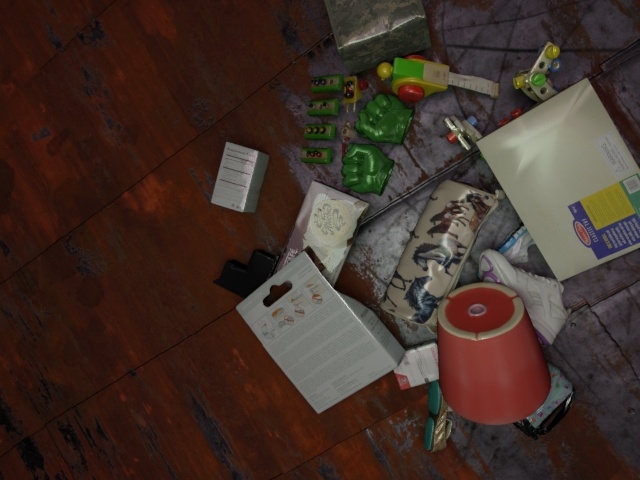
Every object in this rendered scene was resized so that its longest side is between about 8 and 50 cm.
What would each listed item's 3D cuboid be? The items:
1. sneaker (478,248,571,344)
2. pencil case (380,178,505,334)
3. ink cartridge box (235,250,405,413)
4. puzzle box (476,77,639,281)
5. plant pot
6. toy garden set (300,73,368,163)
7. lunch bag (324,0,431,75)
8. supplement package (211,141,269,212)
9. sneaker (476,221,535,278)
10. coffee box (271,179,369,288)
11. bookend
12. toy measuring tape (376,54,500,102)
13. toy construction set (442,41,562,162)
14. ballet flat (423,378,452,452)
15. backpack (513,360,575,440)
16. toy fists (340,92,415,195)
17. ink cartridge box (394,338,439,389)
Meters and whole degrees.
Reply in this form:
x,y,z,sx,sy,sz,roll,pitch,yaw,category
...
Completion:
x,y,z,sx,sy,sz,roll,pitch,yaw,category
0.519,0.120,1.317,0.152,0.114,0.305,-44,104,-9,sneaker
0.317,0.030,1.345,0.184,0.160,0.410,29,98,29,pencil case
-0.008,0.247,1.413,0.308,0.091,0.385,-40,87,29,ink cartridge box
0.589,-0.132,1.218,0.272,0.052,0.408,-30,96,25,puzzle box
0.397,0.252,1.239,0.275,0.275,0.243,-13,120,13,plant pot
0.024,-0.333,1.406,0.204,0.049,0.244,12,95,45,toy garden set
0.136,-0.618,1.355,0.235,0.169,0.286,-16,75,14,lunch bag
-0.230,-0.180,1.494,0.105,0.105,0.179,17,96,12,supplement package
0.495,0.043,1.356,0.083,0.071,0.190,45,101,2,sneaker
0.000,0.000,1.430,0.168,0.119,0.297,24,97,0,coffee box
-0.209,0.084,1.517,0.157,0.072,0.156,24,96,12,bookend
0.305,-0.416,1.379,0.330,0.121,0.121,9,95,-10,toy measuring tape
0.481,-0.313,1.297,0.328,0.151,0.215,-33,114,23,toy construction set
0.329,0.478,1.420,0.067,0.073,0.206,5,97,-14,ballet flat
0.552,0.398,1.319,0.182,0.152,0.115,-43,92,-1,backpack
0.143,-0.263,1.410,0.142,0.096,0.279,22,98,13,toy fists
0.270,0.339,1.423,0.135,0.056,0.099,-20,88,14,ink cartridge box
